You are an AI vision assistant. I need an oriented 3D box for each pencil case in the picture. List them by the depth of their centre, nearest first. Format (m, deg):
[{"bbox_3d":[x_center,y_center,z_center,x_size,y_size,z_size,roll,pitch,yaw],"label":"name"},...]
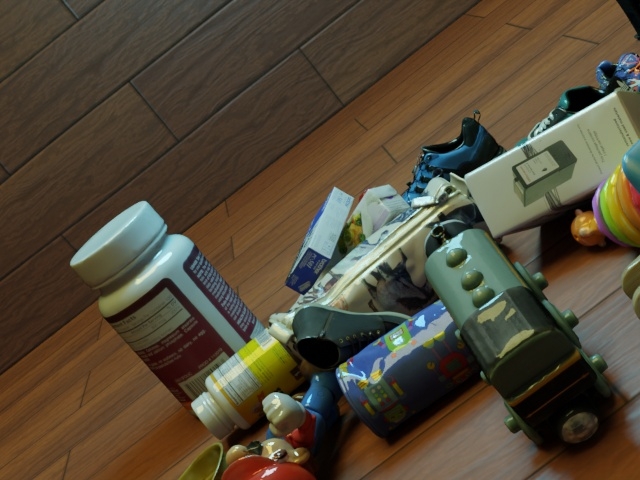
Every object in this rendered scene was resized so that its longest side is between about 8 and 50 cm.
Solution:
[{"bbox_3d":[0.167,0.146,1.572,0.306,0.119,0.133,-37,34,4],"label":"pencil case"},{"bbox_3d":[0.104,0.064,1.830,0.410,0.183,0.160,-41,42,-9],"label":"pencil case"}]

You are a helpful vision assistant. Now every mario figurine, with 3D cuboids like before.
[{"bbox_3d":[-0.065,0.283,1.592,0.170,0.198,0.320,-12,20,21],"label":"mario figurine"}]

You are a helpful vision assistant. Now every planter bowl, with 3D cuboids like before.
[{"bbox_3d":[-0.172,0.411,1.613,0.217,0.090,0.217,-51,12,14],"label":"planter bowl"}]

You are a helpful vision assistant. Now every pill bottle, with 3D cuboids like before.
[{"bbox_3d":[-0.119,0.249,1.938,0.215,0.117,0.117,-40,15,-4],"label":"pill bottle"},{"bbox_3d":[-0.283,0.131,2.128,0.224,0.392,0.224,-35,15,11],"label":"pill bottle"}]

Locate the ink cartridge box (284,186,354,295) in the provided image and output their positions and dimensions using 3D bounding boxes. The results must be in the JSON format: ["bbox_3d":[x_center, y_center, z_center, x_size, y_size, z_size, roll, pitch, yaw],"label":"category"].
[{"bbox_3d":[0.000,0.000,1.937,0.097,0.046,0.207,-57,6,35],"label":"ink cartridge box"}]

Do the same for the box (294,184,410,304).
[{"bbox_3d":[0.048,0.040,1.987,0.067,0.063,0.324,-13,-37,-47],"label":"box"}]

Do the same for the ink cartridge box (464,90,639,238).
[{"bbox_3d":[0.389,-0.116,1.694,0.273,0.114,0.198,-30,-10,33],"label":"ink cartridge box"}]

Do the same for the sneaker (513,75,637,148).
[{"bbox_3d":[0.444,-0.211,1.957,0.302,0.121,0.108,-19,24,51],"label":"sneaker"}]

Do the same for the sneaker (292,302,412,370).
[{"bbox_3d":[0.065,0.162,1.668,0.118,0.222,0.083,-91,9,-69],"label":"sneaker"}]

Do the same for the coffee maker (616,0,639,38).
[{"bbox_3d":[0.635,-0.483,2.186,0.120,0.178,0.171,-46,17,-28],"label":"coffee maker"}]

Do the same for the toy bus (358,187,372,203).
[{"bbox_3d":[0.111,0.017,2.095,0.202,0.104,0.191,-101,25,-50],"label":"toy bus"}]

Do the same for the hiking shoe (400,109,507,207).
[{"bbox_3d":[0.220,-0.125,2.200,0.304,0.132,0.113,-37,15,7],"label":"hiking shoe"}]

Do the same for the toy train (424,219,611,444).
[{"bbox_3d":[0.228,0.100,1.342,0.142,0.190,0.334,-36,35,8],"label":"toy train"}]

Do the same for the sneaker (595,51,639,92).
[{"bbox_3d":[0.569,-0.295,1.973,0.083,0.087,0.221,-46,17,-24],"label":"sneaker"}]

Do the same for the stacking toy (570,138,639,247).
[{"bbox_3d":[0.437,-0.046,1.513,0.166,0.175,0.302,-38,0,-24],"label":"stacking toy"}]

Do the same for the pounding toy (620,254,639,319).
[{"bbox_3d":[0.468,0.006,1.277,0.269,0.154,0.155,-54,10,19],"label":"pounding toy"}]
